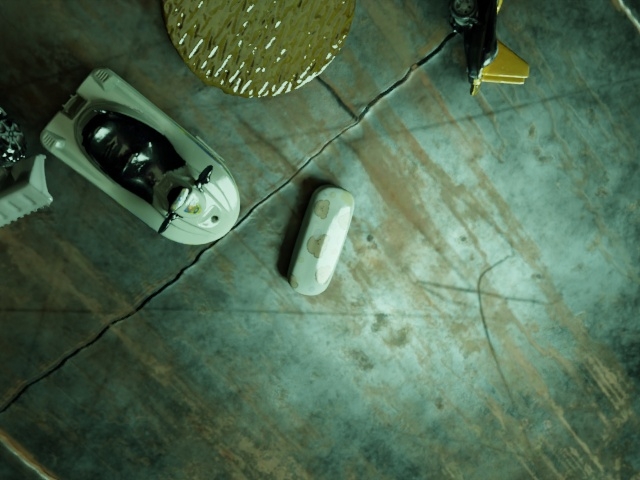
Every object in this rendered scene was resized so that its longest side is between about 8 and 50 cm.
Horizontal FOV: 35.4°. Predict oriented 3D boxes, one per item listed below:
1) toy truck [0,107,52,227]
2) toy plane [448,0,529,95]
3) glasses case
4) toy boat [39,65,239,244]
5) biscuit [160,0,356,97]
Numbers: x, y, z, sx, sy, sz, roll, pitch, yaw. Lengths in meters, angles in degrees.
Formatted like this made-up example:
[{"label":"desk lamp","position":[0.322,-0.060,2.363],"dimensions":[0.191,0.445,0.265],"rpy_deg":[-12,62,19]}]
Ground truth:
[{"label":"toy truck","position":[-0.444,-0.145,1.215],"dimensions":[0.136,0.111,0.286],"rpy_deg":[-21,127,26]},{"label":"toy plane","position":[0.219,-0.361,1.328],"dimensions":[0.103,0.204,0.315],"rpy_deg":[-2,90,6]},{"label":"glasses case","position":[0.000,0.000,1.426],"dimensions":[0.063,0.041,0.164],"rpy_deg":[14,104,-19]},{"label":"toy boat","position":[-0.218,-0.095,1.288],"dimensions":[0.269,0.141,0.140],"rpy_deg":[40,94,-9]},{"label":"biscuit","position":[-0.080,-0.314,1.299],"dimensions":[0.262,0.037,0.261],"rpy_deg":[-5,110,-14]}]
